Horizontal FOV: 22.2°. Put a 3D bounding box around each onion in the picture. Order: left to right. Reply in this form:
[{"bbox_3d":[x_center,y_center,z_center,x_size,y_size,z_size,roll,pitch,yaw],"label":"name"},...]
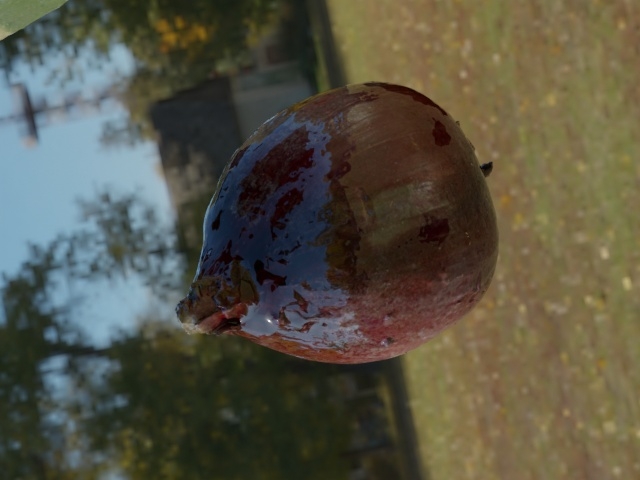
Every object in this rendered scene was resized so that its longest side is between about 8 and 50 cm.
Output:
[{"bbox_3d":[0.000,0.000,0.881,0.159,0.195,0.159,43,147,38],"label":"onion"}]

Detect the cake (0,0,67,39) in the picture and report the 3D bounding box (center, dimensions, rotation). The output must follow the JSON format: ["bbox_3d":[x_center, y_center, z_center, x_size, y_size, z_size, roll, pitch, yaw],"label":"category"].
[{"bbox_3d":[-0.187,-0.225,0.861,0.172,0.158,0.284,55,-158,-30],"label":"cake"}]
